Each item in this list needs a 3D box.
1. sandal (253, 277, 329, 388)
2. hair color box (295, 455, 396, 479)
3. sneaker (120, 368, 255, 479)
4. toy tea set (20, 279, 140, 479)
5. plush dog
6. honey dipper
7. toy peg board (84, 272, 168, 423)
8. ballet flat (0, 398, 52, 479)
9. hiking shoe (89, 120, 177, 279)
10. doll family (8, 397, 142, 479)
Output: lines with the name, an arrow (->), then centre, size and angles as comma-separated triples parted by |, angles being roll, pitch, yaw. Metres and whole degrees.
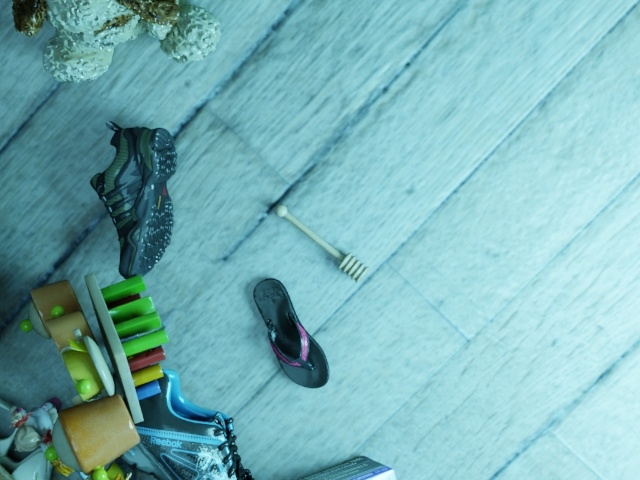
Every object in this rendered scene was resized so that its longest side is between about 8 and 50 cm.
sandal -> -0.047, 0.141, 1.745 | 0.067, 0.040, 0.179 | -27, 95, 11
hair color box -> 0.038, 0.504, 1.725 | 0.185, 0.110, 0.339 | -16, 98, -24
sneaker -> -0.160, 0.335, 1.753 | 0.341, 0.125, 0.140 | 42, 98, -3
toy tea set -> -0.361, 0.189, 1.677 | 0.124, 0.336, 0.200 | -25, 117, -11
plush dog -> -0.284, -0.326, 1.603 | 0.262, 0.225, 0.211 | -7, 99, 9
honey dipper -> 0.000, 0.000, 1.723 | 0.160, 0.030, 0.030 | 40, 103, 3
toy peg board -> -0.263, 0.143, 1.702 | 0.079, 0.161, 0.161 | -19, 138, -13
ballet flat -> -0.487, 0.322, 1.816 | 0.124, 0.116, 0.342 | -40, 88, -5
hiking shoe -> -0.276, -0.057, 1.733 | 0.114, 0.086, 0.227 | 12, 98, 22
doll family -> -0.342, 0.327, 1.755 | 0.118, 0.163, 0.263 | -33, 94, 12
